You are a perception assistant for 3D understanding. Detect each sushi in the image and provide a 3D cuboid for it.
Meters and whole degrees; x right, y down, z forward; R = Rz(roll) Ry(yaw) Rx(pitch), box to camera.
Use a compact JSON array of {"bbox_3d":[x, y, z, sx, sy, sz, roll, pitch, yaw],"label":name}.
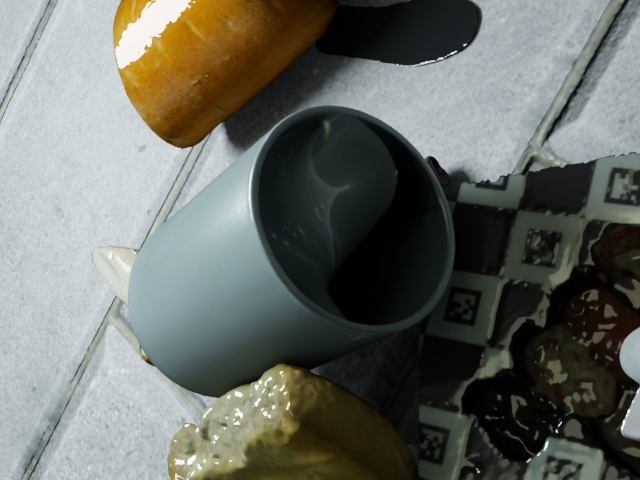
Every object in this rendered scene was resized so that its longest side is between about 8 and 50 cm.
[{"bbox_3d":[0.235,0.102,1.042,0.320,0.069,0.339,-10,71,32],"label":"sushi"}]

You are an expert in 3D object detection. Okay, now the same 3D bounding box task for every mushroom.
[{"bbox_3d":[-0.213,0.067,1.464,0.209,0.071,0.084,46,139,44],"label":"mushroom"}]

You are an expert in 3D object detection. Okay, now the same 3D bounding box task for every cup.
[{"bbox_3d":[-0.044,0.026,1.148,0.312,0.205,0.205,-31,57,53],"label":"cup"}]

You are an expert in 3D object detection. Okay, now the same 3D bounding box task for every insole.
[{"bbox_3d":[0.076,-0.225,1.321,0.232,0.003,0.080,8,83,45],"label":"insole"}]

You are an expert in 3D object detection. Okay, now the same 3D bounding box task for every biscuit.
[{"bbox_3d":[-0.019,0.217,1.148,0.274,0.213,0.091,-32,24,45],"label":"biscuit"}]

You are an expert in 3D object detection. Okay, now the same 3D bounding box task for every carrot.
[{"bbox_3d":[-0.090,-0.278,1.357,0.331,0.193,0.214,-35,78,32],"label":"carrot"}]

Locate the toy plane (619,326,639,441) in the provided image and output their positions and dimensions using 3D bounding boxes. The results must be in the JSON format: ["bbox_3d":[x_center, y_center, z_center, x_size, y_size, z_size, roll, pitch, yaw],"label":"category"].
[{"bbox_3d":[0.323,0.105,0.828,0.252,0.118,0.252,-10,68,27],"label":"toy plane"}]

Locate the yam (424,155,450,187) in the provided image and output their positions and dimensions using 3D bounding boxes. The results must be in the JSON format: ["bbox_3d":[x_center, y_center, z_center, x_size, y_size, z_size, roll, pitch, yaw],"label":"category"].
[{"bbox_3d":[0.000,0.000,1.295,0.327,0.045,0.045,-32,49,34],"label":"yam"}]
